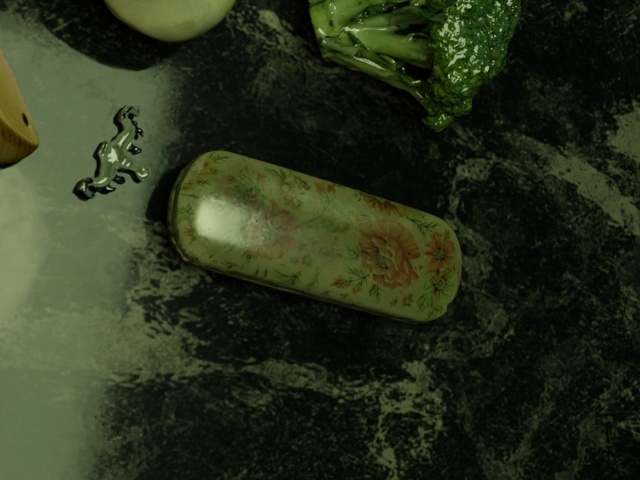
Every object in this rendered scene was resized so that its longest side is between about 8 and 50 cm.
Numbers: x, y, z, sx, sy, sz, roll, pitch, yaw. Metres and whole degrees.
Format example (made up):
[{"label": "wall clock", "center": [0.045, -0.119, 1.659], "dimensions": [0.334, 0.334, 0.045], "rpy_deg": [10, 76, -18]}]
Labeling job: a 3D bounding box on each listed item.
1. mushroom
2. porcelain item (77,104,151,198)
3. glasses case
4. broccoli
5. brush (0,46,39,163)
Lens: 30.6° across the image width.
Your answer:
[{"label": "mushroom", "center": [-0.215, -0.378, 1.448], "dimensions": [0.234, 0.254, 0.260], "rpy_deg": [6, 106, 16]}, {"label": "porcelain item", "center": [-0.249, -0.101, 1.497], "dimensions": [0.075, 0.021, 0.136], "rpy_deg": [32, 73, -20]}, {"label": "glasses case", "center": [0.000, 0.000, 1.565], "dimensions": [0.425, 0.098, 0.157], "rpy_deg": [16, 74, -23]}, {"label": "broccoli", "center": [0.130, -0.310, 1.581], "dimensions": [0.283, 0.304, 0.321], "rpy_deg": [-11, 88, 5]}, {"label": "brush", "center": [-0.449, -0.171, 1.345], "dimensions": [0.166, 0.174, 0.267], "rpy_deg": [-21, 132, 6]}]
